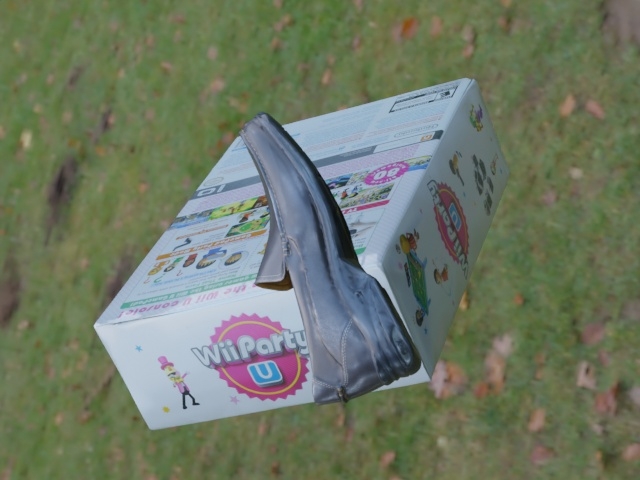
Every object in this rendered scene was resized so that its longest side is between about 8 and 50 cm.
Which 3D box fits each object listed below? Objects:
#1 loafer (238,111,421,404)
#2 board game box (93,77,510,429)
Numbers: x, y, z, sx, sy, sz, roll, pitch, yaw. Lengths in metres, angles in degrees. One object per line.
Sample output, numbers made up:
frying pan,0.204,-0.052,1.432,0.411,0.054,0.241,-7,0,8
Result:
loafer,-0.010,0.008,0.704,0.061,0.062,0.170,-29,69,3
board game box,0.000,0.000,0.975,0.224,0.097,0.303,-13,24,26
